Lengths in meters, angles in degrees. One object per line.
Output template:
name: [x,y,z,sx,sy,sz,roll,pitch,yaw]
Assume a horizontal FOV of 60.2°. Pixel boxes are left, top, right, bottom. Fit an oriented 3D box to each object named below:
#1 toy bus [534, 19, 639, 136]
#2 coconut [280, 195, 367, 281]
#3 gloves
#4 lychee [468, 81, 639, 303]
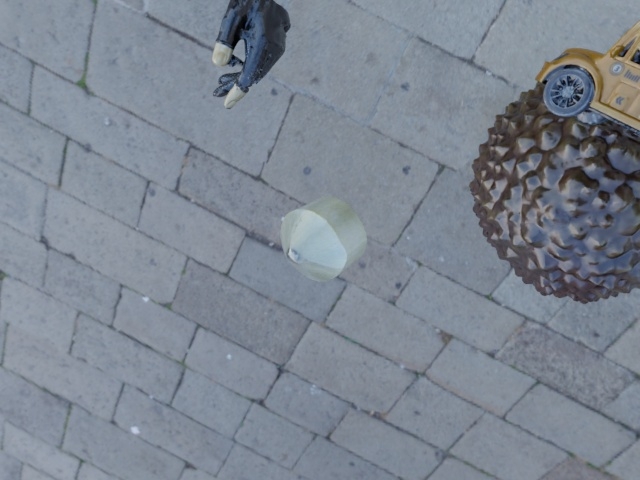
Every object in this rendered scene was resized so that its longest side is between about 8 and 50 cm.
toy bus: [0.255,-0.094,0.383,0.194,0.083,0.088,40,117,30]
coconut: [0.000,0.000,1.388,0.202,0.222,0.202,22,125,34]
gloves: [-0.116,-0.304,0.919,0.107,0.129,0.180,11,94,-3]
lychee: [0.286,-0.051,0.596,0.268,0.267,0.267,8,122,13]
